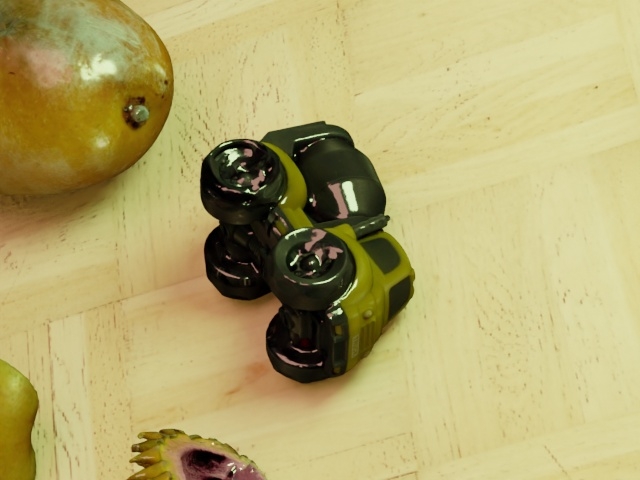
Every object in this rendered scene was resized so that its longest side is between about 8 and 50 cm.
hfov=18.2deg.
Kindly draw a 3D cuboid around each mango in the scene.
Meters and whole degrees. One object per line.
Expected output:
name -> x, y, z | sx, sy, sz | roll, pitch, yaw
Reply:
mango -> -0.302, -0.151, 1.890 | 0.384, 0.199, 0.221 | 11, 70, 42

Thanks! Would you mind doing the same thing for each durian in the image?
durian -> -0.075, 0.273, 1.551 | 0.112, 0.191, 0.341 | -52, 52, 20

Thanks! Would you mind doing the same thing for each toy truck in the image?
toy truck -> 0.000, 0.000, 1.707 | 0.165, 0.147, 0.224 | -24, 54, -20

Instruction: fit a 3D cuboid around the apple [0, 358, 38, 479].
apple -> -0.415, 0.154, 1.771 | 0.346, 0.179, 0.254 | 7, 102, 27
